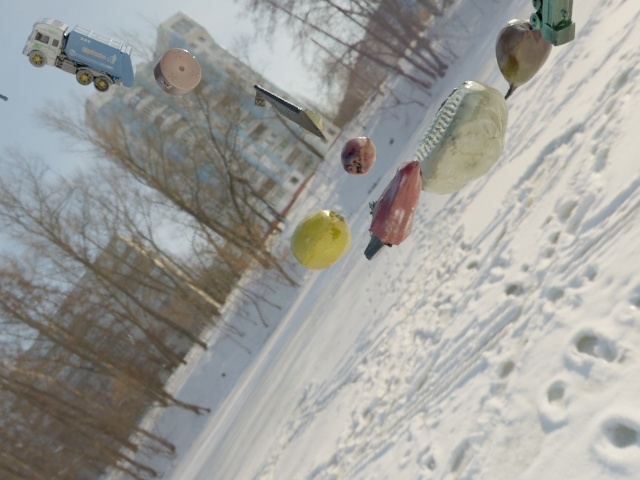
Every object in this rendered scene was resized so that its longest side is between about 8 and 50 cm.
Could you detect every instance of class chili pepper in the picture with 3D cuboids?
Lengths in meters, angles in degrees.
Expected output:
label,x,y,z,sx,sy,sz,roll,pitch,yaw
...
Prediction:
label,x,y,z,sx,sy,sz,roll,pitch,yaw
chili pepper,0.213,-0.117,1.465,0.144,0.136,0.253,-26,-31,-36

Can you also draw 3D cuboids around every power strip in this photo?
label,x,y,z,sx,sy,sz,roll,pitch,yaw
power strip,-0.503,-0.588,1.979,0.078,0.154,0.154,-11,38,55

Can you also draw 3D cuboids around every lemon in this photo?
label,x,y,z,sx,sy,sz,roll,pitch,yaw
lemon,0.000,0.000,2.282,0.288,0.233,0.233,-50,3,31

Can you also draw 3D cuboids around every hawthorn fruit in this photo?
label,x,y,z,sx,sy,sz,roll,pitch,yaw
hawthorn fruit,0.162,-0.343,2.377,0.157,0.157,0.194,-54,25,38

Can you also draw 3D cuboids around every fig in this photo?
label,x,y,z,sx,sy,sz,roll,pitch,yaw
fig,0.622,-0.552,1.784,0.146,0.170,0.274,-98,15,-56

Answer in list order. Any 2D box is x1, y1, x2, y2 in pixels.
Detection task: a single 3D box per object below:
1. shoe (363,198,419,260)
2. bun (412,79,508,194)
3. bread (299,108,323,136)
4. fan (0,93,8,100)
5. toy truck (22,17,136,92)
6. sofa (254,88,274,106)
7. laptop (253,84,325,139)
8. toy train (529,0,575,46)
label,x,y,z,sx,sy,sz,roll,pitch,yaw
shoe,0.216,-0.071,2.021,0.293,0.149,0.109,-48,-6,-19
bun,0.430,-0.291,1.698,0.360,0.211,0.360,-58,6,9
bread,-0.024,-0.457,2.225,0.080,0.084,0.109,-68,-17,0
fan,-1.125,-0.514,1.891,0.016,0.193,0.038,-58,-9,-20
toy truck,-0.832,-0.648,1.987,0.175,0.367,0.146,-63,26,22
sofa,-0.192,-0.489,1.931,0.118,0.039,0.060,-65,-12,-74
laptop,-0.076,-0.325,1.426,0.016,0.197,0.135,-52,-36,0
toy train,0.518,-0.527,1.249,0.071,0.170,0.111,-21,43,-2
